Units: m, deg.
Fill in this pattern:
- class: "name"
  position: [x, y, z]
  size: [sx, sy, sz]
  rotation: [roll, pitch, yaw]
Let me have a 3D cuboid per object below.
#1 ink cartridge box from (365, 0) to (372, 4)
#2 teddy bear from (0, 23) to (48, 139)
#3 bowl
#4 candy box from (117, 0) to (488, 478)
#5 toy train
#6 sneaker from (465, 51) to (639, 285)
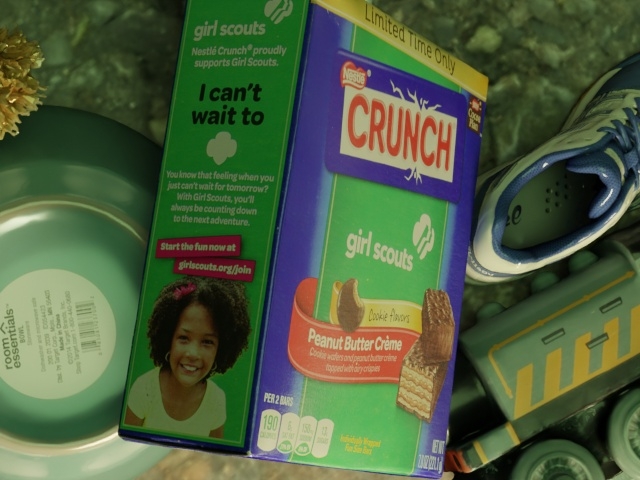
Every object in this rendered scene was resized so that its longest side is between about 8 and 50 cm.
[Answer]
- class: "ink cartridge box"
  position: [-0.044, -0.202, 1.270]
  size: [0.150, 0.109, 0.063]
  rotation: [11, 92, -14]
- class: "teddy bear"
  position: [-0.323, -0.188, 1.152]
  size: [0.245, 0.113, 0.338]
  rotation: [-14, 91, 28]
- class: "bowl"
  position: [-0.197, 0.053, 1.217]
  size: [0.311, 0.163, 0.311]
  rotation: [0, 92, -14]
- class: "candy box"
  position: [0.000, 0.000, 1.193]
  size: [0.268, 0.122, 0.317]
  rotation: [18, 76, -57]
- class: "toy train"
  position: [0.225, 0.106, 1.345]
  size: [0.334, 0.142, 0.190]
  rotation: [-27, 86, -10]
- class: "sneaker"
  position: [0.230, -0.057, 1.335]
  size: [0.296, 0.131, 0.112]
  rotation: [-39, 99, -11]
